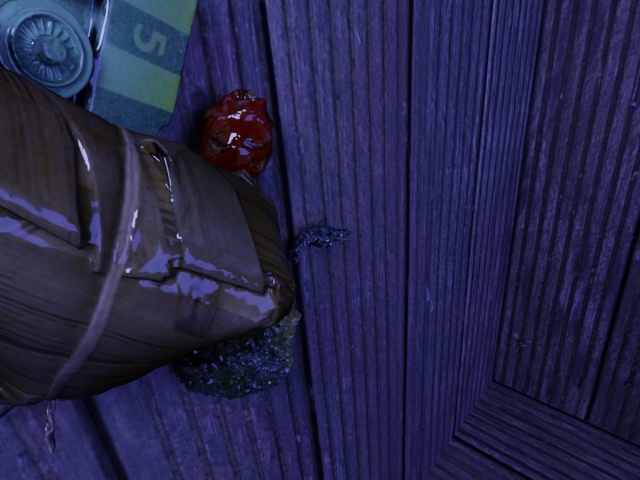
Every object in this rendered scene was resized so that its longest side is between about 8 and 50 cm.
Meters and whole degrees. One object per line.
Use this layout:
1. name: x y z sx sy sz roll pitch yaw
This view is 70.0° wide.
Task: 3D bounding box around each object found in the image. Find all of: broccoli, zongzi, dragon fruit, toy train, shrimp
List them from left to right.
1. zongzi: -0.345 0.023 0.433 0.467 0.500 0.218 32 39 -42
2. toy train: -0.267 -0.251 0.519 0.238 0.166 0.299 3 103 -58
3. dragon fruit: -0.146 -0.121 0.731 0.125 0.125 0.246 89 8 -74
4. broccoli: -0.157 0.151 0.820 0.263 0.247 0.243 124 -23 -51
5. shrimp: -0.001 -0.004 1.022 0.174 0.082 0.076 -23 127 -36
